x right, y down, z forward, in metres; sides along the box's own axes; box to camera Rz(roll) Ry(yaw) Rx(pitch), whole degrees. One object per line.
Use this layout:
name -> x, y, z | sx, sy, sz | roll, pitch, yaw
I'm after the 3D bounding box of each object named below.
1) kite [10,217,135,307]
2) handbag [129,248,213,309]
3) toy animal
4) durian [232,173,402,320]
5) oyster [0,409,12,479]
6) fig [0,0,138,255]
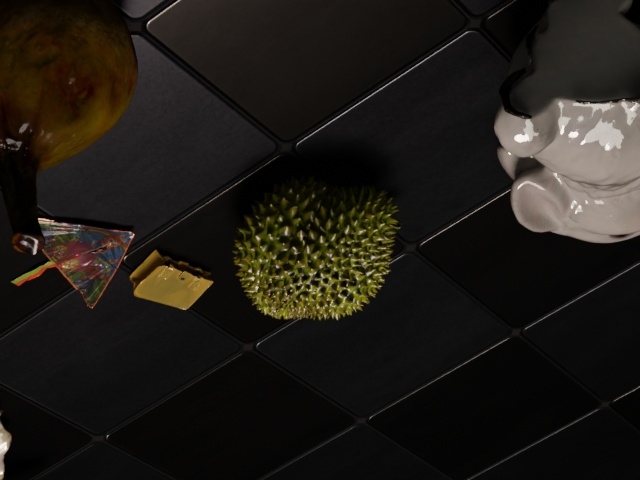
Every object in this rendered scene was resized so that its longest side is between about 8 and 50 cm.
kite -> -0.281, 0.019, 1.879 | 0.159, 0.010, 0.190 | -20, 138, 10
handbag -> -0.173, 0.047, 1.930 | 0.083, 0.027, 0.061 | 19, 129, -37
toy animal -> 0.289, -0.105, 1.779 | 0.258, 0.194, 0.357 | -20, 149, -8
durian -> 0.000, 0.005, 1.830 | 0.198, 0.159, 0.146 | -17, 129, -3
oyster -> -0.495, 0.286, 2.054 | 0.223, 0.083, 0.214 | -5, 126, -32
fig -> -0.266, -0.129, 1.519 | 0.191, 0.290, 0.190 | 0, 116, 0
